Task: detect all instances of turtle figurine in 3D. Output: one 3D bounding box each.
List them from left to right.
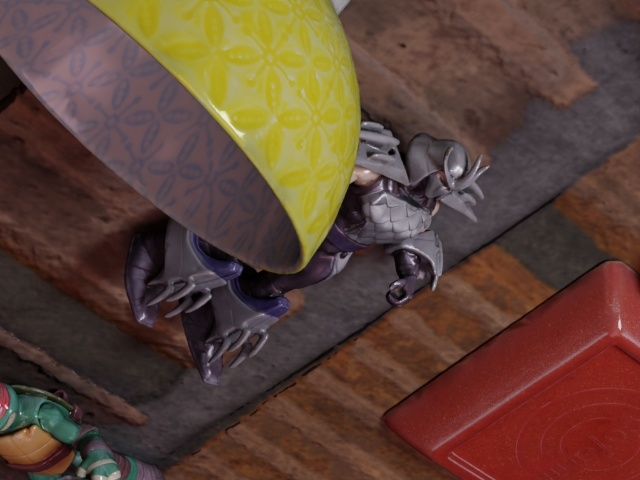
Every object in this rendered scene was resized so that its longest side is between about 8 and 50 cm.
[{"bbox_3d":[-0.228,0.177,1.335,0.175,0.118,0.234,-8,149,26],"label":"turtle figurine"}]

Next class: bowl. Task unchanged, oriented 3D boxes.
[{"bbox_3d":[-0.072,-0.132,1.005,0.156,0.289,0.289,-49,128,-16],"label":"bowl"}]

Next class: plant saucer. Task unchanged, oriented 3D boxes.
[{"bbox_3d":[0.231,0.160,1.370,0.259,0.047,0.258,34,124,-28],"label":"plant saucer"}]

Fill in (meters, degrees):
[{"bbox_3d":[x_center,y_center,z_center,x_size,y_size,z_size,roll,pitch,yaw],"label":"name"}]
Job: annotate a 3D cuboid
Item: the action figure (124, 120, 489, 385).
[{"bbox_3d":[0.000,0.000,1.180,0.285,0.099,0.185,-27,140,29],"label":"action figure"}]
